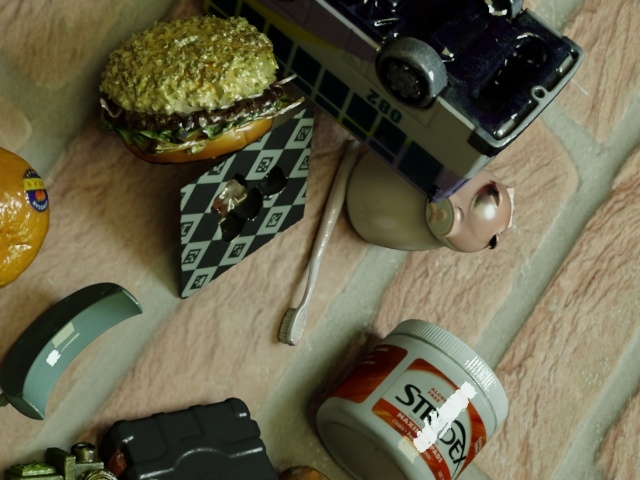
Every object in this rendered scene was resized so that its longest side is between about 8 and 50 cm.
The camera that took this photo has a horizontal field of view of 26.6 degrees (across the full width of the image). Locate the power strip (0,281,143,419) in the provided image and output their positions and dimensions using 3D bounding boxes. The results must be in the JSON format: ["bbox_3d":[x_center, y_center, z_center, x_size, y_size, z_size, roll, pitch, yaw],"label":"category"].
[{"bbox_3d":[-0.312,0.133,1.596,0.216,0.137,0.044,-48,121,-18],"label":"power strip"}]

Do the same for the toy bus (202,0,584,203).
[{"bbox_3d":[0.080,-0.259,1.693,0.440,0.249,0.209,40,62,8],"label":"toy bus"}]

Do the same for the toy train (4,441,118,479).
[{"bbox_3d":[-0.317,0.356,1.623,0.137,0.090,0.225,1,90,-30],"label":"toy train"}]

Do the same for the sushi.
[{"bbox_3d":[-0.109,-0.059,1.730,0.219,0.047,0.231,-35,153,-28],"label":"sushi"}]

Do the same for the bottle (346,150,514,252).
[{"bbox_3d":[0.159,-0.049,1.831,0.147,0.236,0.147,-9,104,-38],"label":"bottle"}]

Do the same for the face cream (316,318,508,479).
[{"bbox_3d":[0.123,0.239,1.840,0.187,0.201,0.201,-45,113,-25],"label":"face cream"}]

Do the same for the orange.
[{"bbox_3d":[-0.392,-0.025,1.525,0.177,0.155,0.177,-48,149,-41],"label":"orange"}]

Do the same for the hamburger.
[{"bbox_3d":[-0.155,-0.186,1.632,0.243,0.262,0.138,-24,123,-27],"label":"hamburger"}]

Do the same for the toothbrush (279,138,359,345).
[{"bbox_3d":[0.000,0.000,1.866,0.025,0.029,0.307,31,71,-41],"label":"toothbrush"}]

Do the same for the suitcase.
[{"bbox_3d":[-0.133,0.336,1.666,0.206,0.066,0.285,-8,55,-34],"label":"suitcase"}]

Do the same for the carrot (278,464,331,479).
[{"bbox_3d":[-0.002,0.408,1.791,0.159,0.159,0.225,-21,99,-31],"label":"carrot"}]
